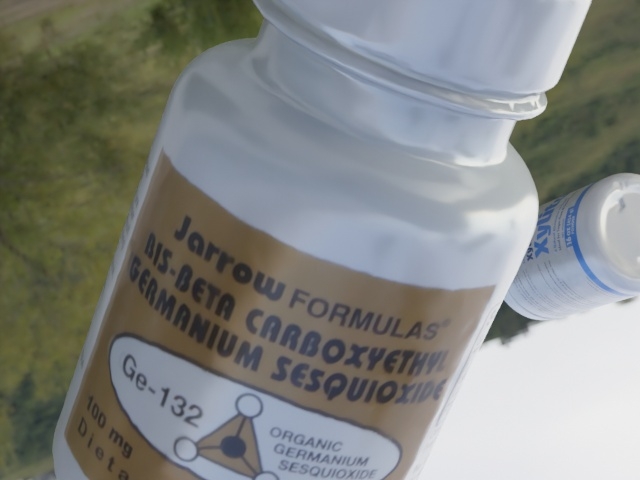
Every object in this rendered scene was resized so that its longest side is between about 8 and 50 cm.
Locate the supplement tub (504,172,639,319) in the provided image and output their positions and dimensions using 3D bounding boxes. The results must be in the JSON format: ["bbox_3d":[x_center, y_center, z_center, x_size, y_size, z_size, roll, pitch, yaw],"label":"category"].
[{"bbox_3d":[0.156,0.006,0.796,0.071,0.071,0.107,-27,180,-28],"label":"supplement tub"}]

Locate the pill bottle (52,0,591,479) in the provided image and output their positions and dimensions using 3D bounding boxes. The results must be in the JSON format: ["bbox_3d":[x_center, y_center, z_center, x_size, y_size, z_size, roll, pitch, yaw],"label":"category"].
[{"bbox_3d":[0.000,0.000,0.463,0.131,0.229,0.131,19,-157,-8],"label":"pill bottle"}]
